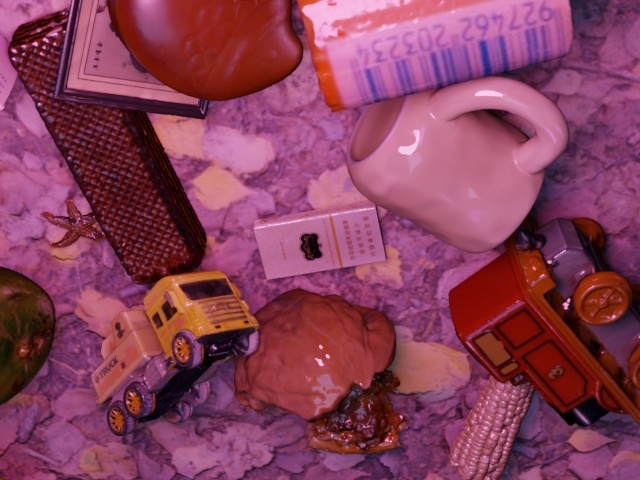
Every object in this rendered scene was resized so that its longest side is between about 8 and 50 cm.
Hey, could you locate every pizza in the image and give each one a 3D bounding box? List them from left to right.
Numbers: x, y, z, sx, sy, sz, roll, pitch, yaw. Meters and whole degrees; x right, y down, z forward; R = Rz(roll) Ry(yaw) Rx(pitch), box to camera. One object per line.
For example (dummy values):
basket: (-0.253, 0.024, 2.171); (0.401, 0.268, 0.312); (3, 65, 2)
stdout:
pizza: (0.059, 0.236, 2.042); (0.154, 0.069, 0.194); (4, 126, -3)

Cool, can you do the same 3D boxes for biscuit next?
biscuit: (-0.262, -0.113, 1.796); (0.107, 0.073, 0.388); (-16, 123, 11)

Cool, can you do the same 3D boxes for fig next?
fig: (-0.494, 0.112, 1.918); (0.235, 0.203, 0.203); (23, 132, 32)

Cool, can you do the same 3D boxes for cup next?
cup: (0.166, -0.098, 1.716); (0.202, 0.255, 0.173); (30, 78, -21)

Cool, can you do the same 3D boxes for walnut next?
walnut: (-0.023, 0.148, 1.909); (0.238, 0.204, 0.141); (-25, 110, 15)

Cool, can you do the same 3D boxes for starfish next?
starfish: (-0.329, -0.020, 1.885); (0.091, 0.028, 0.078); (19, 116, -10)

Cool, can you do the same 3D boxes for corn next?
corn: (0.253, 0.262, 2.064); (0.087, 0.087, 0.211); (14, 117, -10)

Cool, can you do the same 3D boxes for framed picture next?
framed picture: (-0.209, -0.247, 1.686); (0.199, 0.010, 0.195); (6, 109, -26)

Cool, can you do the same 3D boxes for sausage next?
sausage: (0.122, -0.282, 1.591); (0.287, 0.233, 0.233); (-15, 123, 7)

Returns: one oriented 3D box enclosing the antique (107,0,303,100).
antique: (-0.135, -0.288, 1.619); (0.223, 0.129, 0.278); (-45, 121, 0)

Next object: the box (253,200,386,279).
box: (0.000, 0.000, 1.907); (0.166, 0.024, 0.090); (-9, 124, 5)

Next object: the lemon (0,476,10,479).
lemon: (-0.492, 0.469, 2.100); (0.240, 0.240, 0.219); (-42, 139, 24)

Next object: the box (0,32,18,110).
box: (-0.548, -0.181, 1.699); (0.332, 0.145, 0.173); (-26, 119, 15)

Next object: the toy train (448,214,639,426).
toy train: (0.327, 0.113, 1.906); (0.231, 0.163, 0.369); (-33, 120, 18)

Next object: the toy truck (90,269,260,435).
toy truck: (-0.210, 0.142, 1.909); (0.124, 0.157, 0.272); (-8, 151, -45)
